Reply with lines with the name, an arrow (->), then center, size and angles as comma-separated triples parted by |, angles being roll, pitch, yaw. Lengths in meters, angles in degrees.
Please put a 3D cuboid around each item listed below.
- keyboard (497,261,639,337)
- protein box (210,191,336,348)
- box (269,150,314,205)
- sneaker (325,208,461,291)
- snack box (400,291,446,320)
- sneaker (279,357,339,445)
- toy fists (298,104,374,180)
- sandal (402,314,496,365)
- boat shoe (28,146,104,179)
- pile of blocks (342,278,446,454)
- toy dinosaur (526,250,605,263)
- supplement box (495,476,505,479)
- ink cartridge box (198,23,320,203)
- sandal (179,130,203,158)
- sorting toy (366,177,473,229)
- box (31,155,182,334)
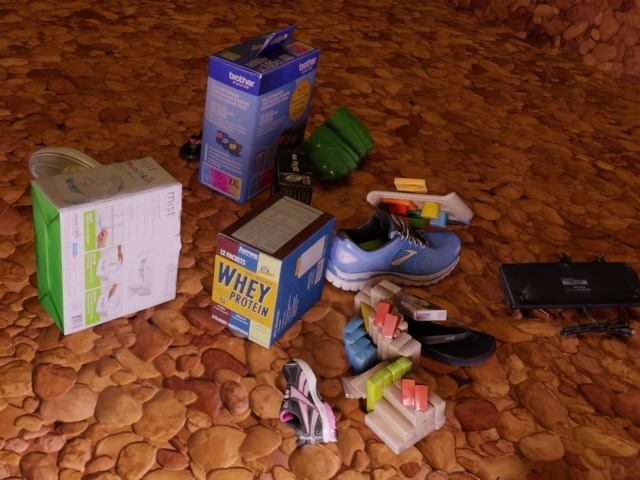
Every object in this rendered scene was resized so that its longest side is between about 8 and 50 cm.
keyboard -> 0.546, 0.128, 1.655 | 0.317, 0.033, 0.202 | -1, 48, -9
protein box -> -0.089, 0.052, 1.475 | 0.136, 0.200, 0.201 | 24, 35, 20
box -> -0.069, -0.080, 1.702 | 0.077, 0.180, 0.147 | 6, 33, -9
sneaker -> 0.167, 0.013, 1.656 | 0.329, 0.147, 0.130 | -7, 37, -28
snack box -> 0.180, 0.128, 1.528 | 0.064, 0.022, 0.178 | 0, 7, -16
sneaker -> -0.037, 0.265, 1.287 | 0.077, 0.072, 0.178 | -14, 33, -16
toy fists -> 0.048, -0.243, 2.041 | 0.142, 0.096, 0.279 | 41, 35, -2
sandal -> 0.213, 0.178, 1.497 | 0.254, 0.055, 0.097 | 11, 33, 2
boat shoe -> -0.517, -0.120, 1.714 | 0.302, 0.109, 0.094 | 20, 36, 11
pile of blocks -> 0.104, 0.189, 1.368 | 0.148, 0.113, 0.362 | -9, 39, -8
toy dinosaur -> 0.585, 0.079, 1.751 | 0.268, 0.064, 0.118 | 13, 47, 4
supplement box -> 0.246, 0.449, 1.072 | 0.130, 0.073, 0.239 | 27, 35, 23
ink cartridge box -> -0.144, -0.324, 1.859 | 0.151, 0.396, 0.270 | 24, 35, 20
sandal -> -0.317, -0.261, 2.045 | 0.067, 0.040, 0.179 | 16, 33, 9
sorting toy -> 0.218, -0.064, 1.708 | 0.195, 0.047, 0.347 | 2, -13, 26
box -> -0.380, 0.007, 1.410 | 0.231, 0.262, 0.126 | -19, 42, -36
